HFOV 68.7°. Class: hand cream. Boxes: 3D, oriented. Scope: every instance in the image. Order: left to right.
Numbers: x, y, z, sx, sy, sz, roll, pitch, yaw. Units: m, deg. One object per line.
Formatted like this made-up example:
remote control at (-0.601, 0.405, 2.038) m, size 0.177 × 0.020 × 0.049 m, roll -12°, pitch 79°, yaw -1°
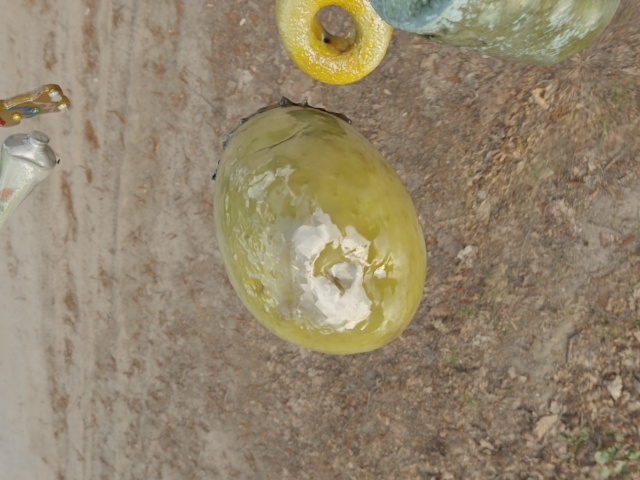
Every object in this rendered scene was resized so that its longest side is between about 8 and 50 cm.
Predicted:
hand cream at (-0.253, -0.023, 0.364) m, size 0.165 × 0.037 × 0.057 m, roll -42°, pitch 49°, yaw 24°

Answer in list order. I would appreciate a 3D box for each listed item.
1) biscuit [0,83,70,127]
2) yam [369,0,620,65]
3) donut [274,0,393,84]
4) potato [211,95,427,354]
biscuit at (-0.549, -0.221, 0.818) m, size 0.138 × 0.204 × 0.031 m, roll 1°, pitch 110°, yaw 71°
yam at (0.112, -0.182, 0.311) m, size 0.107 × 0.194 × 0.108 m, roll 14°, pitch 108°, yaw 49°
donut at (0.015, -0.257, 0.557) m, size 0.151 × 0.058 × 0.152 m, roll 2°, pitch 135°, yaw 2°
potato at (0.000, 0.000, 0.466) m, size 0.242 × 0.242 × 0.286 m, roll -4°, pitch 109°, yaw 30°
